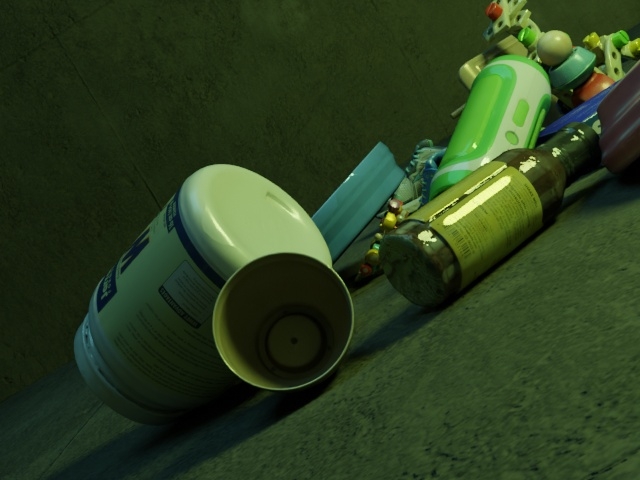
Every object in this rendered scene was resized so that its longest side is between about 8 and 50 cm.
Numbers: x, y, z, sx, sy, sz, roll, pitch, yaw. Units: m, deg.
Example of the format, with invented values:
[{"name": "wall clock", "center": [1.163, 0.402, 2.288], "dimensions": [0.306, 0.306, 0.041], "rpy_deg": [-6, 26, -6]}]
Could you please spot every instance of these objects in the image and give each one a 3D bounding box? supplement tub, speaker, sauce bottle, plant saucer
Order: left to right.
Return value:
[{"name": "supplement tub", "center": [-0.167, 0.080, 1.388], "dimensions": [0.325, 0.235, 0.235], "rpy_deg": [-46, -2, 27]}, {"name": "speaker", "center": [0.249, -0.139, 1.477], "dimensions": [0.131, 0.131, 0.296], "rpy_deg": [-26, 29, 45]}, {"name": "sauce bottle", "center": [0.225, -0.044, 1.263], "dimensions": [0.344, 0.111, 0.111], "rpy_deg": [-32, 5, -28]}, {"name": "plant saucer", "center": [0.457, -0.220, 1.238], "dimensions": [0.332, 0.084, 0.332], "rpy_deg": [-41, -8, -7]}]

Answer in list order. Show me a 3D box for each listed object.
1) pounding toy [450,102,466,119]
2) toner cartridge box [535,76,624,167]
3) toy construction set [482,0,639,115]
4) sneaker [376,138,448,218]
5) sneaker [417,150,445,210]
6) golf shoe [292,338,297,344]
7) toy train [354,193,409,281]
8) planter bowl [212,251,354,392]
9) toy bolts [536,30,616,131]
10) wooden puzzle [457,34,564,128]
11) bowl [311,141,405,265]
[{"name": "pounding toy", "center": [0.355, -0.217, 2.028], "dimensions": [0.155, 0.154, 0.269], "rpy_deg": [-26, 27, 46]}, {"name": "toner cartridge box", "center": [0.496, -0.218, 1.540], "dimensions": [0.348, 0.075, 0.165], "rpy_deg": [-33, 7, -14]}, {"name": "toy construction set", "center": [0.456, -0.346, 1.891], "dimensions": [0.151, 0.328, 0.215], "rpy_deg": [135, 153, -59]}, {"name": "sneaker", "center": [0.220, -0.144, 2.125], "dimensions": [0.283, 0.122, 0.110], "rpy_deg": [-30, 5, 12]}, {"name": "sneaker", "center": [0.201, -0.082, 1.641], "dimensions": [0.091, 0.126, 0.240], "rpy_deg": [-34, 7, -32]}, {"name": "golf shoe", "center": [-0.036, 0.127, 1.458], "dimensions": [0.186, 0.067, 0.086], "rpy_deg": [-8, 59, 60]}, {"name": "toy train", "center": [0.111, -0.004, 1.668], "dimensions": [0.125, 0.046, 0.166], "rpy_deg": [103, -169, -75]}, {"name": "planter bowl", "center": [-0.037, 0.107, 1.191], "dimensions": [0.162, 0.162, 0.109], "rpy_deg": [-32, -21, -5]}, {"name": "toy bolts", "center": [0.384, -0.242, 1.704], "dimensions": [0.228, 0.158, 0.218], "rpy_deg": [-45, 10, -7]}, {"name": "wooden puzzle", "center": [0.397, -0.285, 1.953], "dimensions": [0.239, 0.221, 0.044], "rpy_deg": [-36, -7, -35]}, {"name": "bowl", "center": [0.000, 0.000, 1.741], "dimensions": [0.391, 0.077, 0.391], "rpy_deg": [-49, 1, 1]}]
